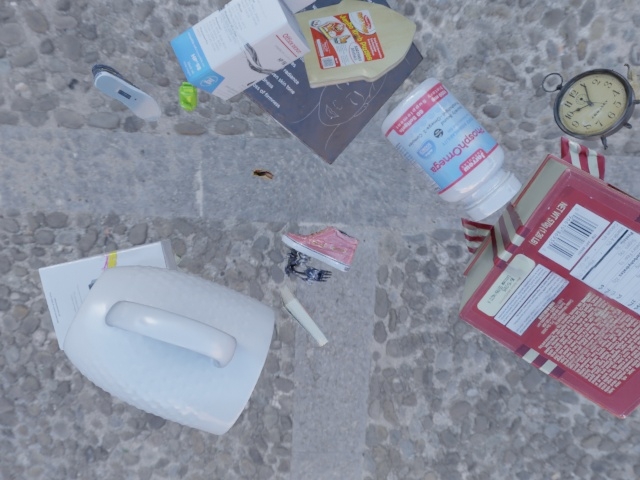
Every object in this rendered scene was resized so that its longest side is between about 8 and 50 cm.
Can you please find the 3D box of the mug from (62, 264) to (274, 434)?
[{"bbox_3d":[-0.280,0.183,0.797,0.328,0.374,0.276,26,67,-15],"label":"mug"}]

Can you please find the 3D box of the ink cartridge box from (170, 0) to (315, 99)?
[{"bbox_3d":[-0.083,-0.259,0.544,0.180,0.104,0.060,-24,90,16],"label":"ink cartridge box"}]

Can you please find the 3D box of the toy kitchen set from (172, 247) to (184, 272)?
[{"bbox_3d":[-0.526,0.087,1.520,0.083,0.075,0.068,-48,119,-5],"label":"toy kitchen set"}]

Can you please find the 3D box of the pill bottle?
[{"bbox_3d":[0.153,-0.103,0.493,0.087,0.087,0.160,-43,89,8],"label":"pill bottle"}]

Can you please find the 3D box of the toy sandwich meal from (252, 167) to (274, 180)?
[{"bbox_3d":[-0.223,-0.254,1.629,0.086,0.085,0.029,7,85,-2],"label":"toy sandwich meal"}]

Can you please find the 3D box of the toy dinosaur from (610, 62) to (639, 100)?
[{"bbox_3d":[0.656,-0.327,0.928,0.183,0.053,0.092,-41,68,33],"label":"toy dinosaur"}]

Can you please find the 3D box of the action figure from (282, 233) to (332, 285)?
[{"bbox_3d":[-0.034,0.072,1.452,0.141,0.276,0.163,21,87,-27],"label":"action figure"}]

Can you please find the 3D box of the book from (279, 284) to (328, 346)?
[{"bbox_3d":[-0.041,0.179,1.022,0.035,0.096,0.144,-38,112,-1],"label":"book"}]

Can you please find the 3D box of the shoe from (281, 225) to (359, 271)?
[{"bbox_3d":[0.000,0.000,0.962,0.178,0.063,0.081,24,94,22],"label":"shoe"}]

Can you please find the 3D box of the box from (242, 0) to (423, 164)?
[{"bbox_3d":[-0.012,-0.593,1.362,0.471,0.297,0.480,-46,136,11],"label":"box"}]

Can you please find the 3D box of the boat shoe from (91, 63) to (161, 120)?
[{"bbox_3d":[-0.500,-0.388,1.100,0.065,0.083,0.183,-43,144,12],"label":"boat shoe"}]

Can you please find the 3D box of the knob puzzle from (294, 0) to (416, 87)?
[{"bbox_3d":[0.064,-0.331,0.710,0.214,0.030,0.213,-2,64,4],"label":"knob puzzle"}]

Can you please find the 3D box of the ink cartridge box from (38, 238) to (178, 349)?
[{"bbox_3d":[-0.501,0.122,1.068,0.270,0.198,0.197,-14,95,-13],"label":"ink cartridge box"}]

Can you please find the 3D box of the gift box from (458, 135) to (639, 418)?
[{"bbox_3d":[0.339,0.016,0.576,0.276,0.258,0.255,38,114,11],"label":"gift box"}]

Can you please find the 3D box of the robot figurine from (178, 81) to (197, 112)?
[{"bbox_3d":[-0.507,-0.549,1.624,0.067,0.115,0.101,-4,58,-18],"label":"robot figurine"}]

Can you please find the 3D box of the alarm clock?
[{"bbox_3d":[0.522,-0.275,0.835,0.192,0.064,0.129,49,124,27],"label":"alarm clock"}]
